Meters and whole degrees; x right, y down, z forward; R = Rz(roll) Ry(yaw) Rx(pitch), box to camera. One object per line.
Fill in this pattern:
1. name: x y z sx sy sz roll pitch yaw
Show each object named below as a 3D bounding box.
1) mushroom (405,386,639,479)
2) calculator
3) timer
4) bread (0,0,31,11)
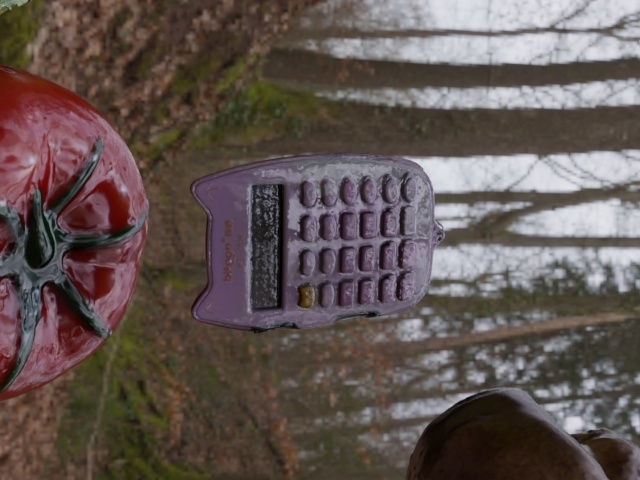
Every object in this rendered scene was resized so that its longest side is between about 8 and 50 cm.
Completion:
1. mushroom: 0.154 0.201 0.618 0.153 0.253 0.253 -44 -147 10
2. calculator: -0.001 0.000 1.121 0.043 0.294 0.194 -151 -120 -67
3. timer: -0.382 -0.009 1.151 0.279 0.378 0.377 17 -72 38
4. bread: -0.468 -0.233 1.211 0.045 0.301 0.301 61 -10 -19
